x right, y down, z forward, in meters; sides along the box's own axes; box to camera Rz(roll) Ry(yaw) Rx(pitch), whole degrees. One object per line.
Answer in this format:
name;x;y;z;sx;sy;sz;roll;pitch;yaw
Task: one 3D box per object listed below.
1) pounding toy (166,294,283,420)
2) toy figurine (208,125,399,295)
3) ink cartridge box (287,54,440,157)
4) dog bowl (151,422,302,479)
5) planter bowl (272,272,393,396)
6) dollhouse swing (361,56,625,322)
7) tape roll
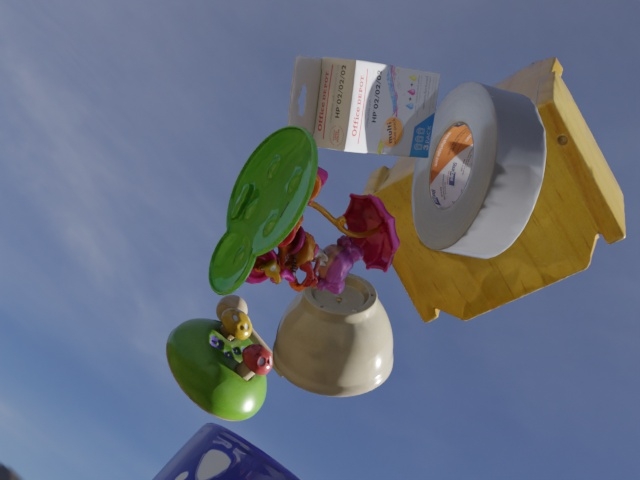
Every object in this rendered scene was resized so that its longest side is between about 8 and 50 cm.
pounding toy;-0.123;0.165;1.464;0.183;0.237;0.110;48;-64;2
toy figurine;0.000;0.000;0.903;0.159;0.173;0.130;26;6;-34
ink cartridge box;0.052;-0.154;1.088;0.062;0.181;0.104;16;-77;47
dog bowl;-0.032;0.275;0.779;0.265;0.104;0.265;35;-21;16
planter bowl;0.020;0.110;1.225;0.162;0.162;0.109;25;-52;29
dollhouse swing;0.295;-0.091;1.527;0.347;0.305;0.315;-28;-90;29
tape roll;0.197;-0.089;1.204;0.072;0.219;0.219;12;-22;-20
